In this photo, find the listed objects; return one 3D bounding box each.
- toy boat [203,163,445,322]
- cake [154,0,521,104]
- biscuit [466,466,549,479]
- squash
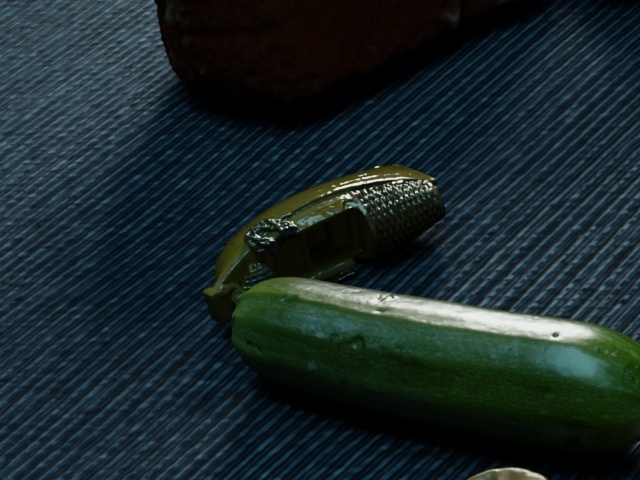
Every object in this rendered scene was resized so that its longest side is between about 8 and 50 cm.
[{"bbox_3d":[0.000,0.000,1.038,0.149,0.047,0.049,-26,38,-19],"label":"toy boat"},{"bbox_3d":[0.008,-0.204,1.238,0.283,0.151,0.177,-29,26,-21],"label":"cake"},{"bbox_3d":[0.075,0.203,0.741,0.186,0.044,0.295,5,38,29],"label":"biscuit"},{"bbox_3d":[0.058,0.059,0.927,0.229,0.066,0.066,9,41,31],"label":"squash"}]
